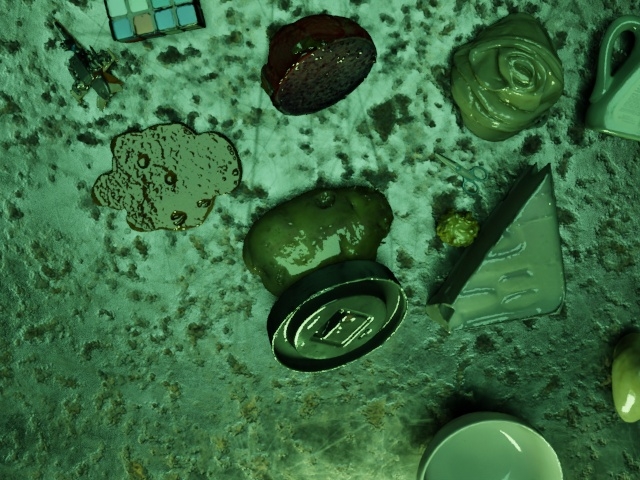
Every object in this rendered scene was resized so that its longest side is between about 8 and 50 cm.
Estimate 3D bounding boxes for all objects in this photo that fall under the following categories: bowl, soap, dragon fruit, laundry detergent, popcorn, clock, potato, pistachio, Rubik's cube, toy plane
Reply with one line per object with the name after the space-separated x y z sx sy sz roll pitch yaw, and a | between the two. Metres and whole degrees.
0.330 0.468 1.798 0.287 0.144 0.287 -1 101 -2 | bowl
0.321 0.015 1.702 0.257 0.159 0.302 -9 101 1 | soap
-0.023 -0.344 1.605 0.223 0.218 0.148 -12 66 -39 | dragon fruit
0.623 -0.326 1.669 0.214 0.105 0.281 12 102 -4 | laundry detergent
0.267 -0.026 1.736 0.082 0.057 0.083 -22 91 5 | popcorn
0.032 0.145 1.681 0.280 0.055 0.281 -16 142 -13 | clock
0.000 0.000 1.687 0.296 0.141 0.192 -26 86 4 | potato
0.642 0.278 1.795 0.124 0.124 0.185 6 107 -4 | pistachio
-0.298 -0.436 1.570 0.154 0.155 0.151 -13 102 -1 | Rubik's cube
-0.439 -0.328 1.633 0.135 0.062 0.188 -36 100 31 | toy plane

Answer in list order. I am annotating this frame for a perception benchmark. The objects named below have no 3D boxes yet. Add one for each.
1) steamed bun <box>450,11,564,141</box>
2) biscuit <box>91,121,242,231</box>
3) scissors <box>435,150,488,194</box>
0.354 -0.295 1.641 0.218 0.144 0.211 -29 102 4 | steamed bun
-0.293 -0.118 1.694 0.290 0.041 0.208 -12 101 0 | biscuit
0.270 -0.138 1.735 0.119 0.014 0.058 32 97 -12 | scissors
